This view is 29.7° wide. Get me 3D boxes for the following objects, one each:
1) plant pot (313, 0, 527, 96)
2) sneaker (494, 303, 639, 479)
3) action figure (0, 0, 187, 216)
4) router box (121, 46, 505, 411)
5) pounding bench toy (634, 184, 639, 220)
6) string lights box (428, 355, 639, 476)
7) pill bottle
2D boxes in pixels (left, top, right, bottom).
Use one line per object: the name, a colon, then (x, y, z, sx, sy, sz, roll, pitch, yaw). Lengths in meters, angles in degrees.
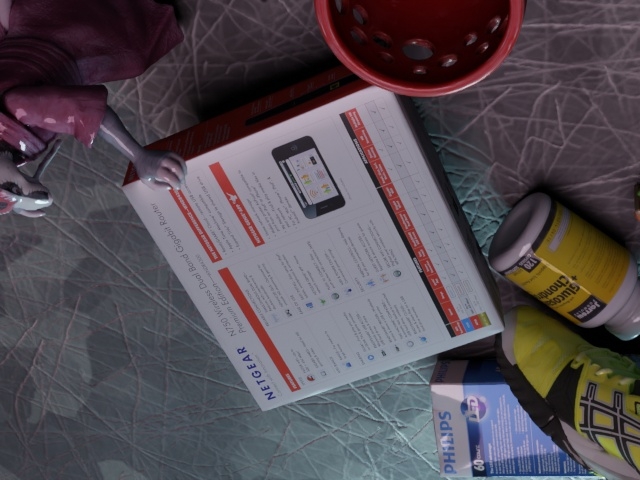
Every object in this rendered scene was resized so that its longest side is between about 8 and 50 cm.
plant pot: (0.101, -0.256, 1.139, 0.191, 0.174, 0.191, 6, 127, 8)
sneaker: (0.348, 0.190, 1.302, 0.384, 0.145, 0.147, 46, 121, 29)
action figure: (-0.276, -0.161, 1.175, 0.248, 0.370, 0.275, -18, 121, 26)
router box: (0.000, 0.000, 1.305, 0.301, 0.082, 0.335, -20, 120, 14)
pounding bench toy: (0.367, -0.049, 1.308, 0.065, 0.052, 0.083, -29, 115, 30)
string lights box: (0.273, 0.219, 1.494, 0.260, 0.077, 0.133, -2, 108, 15)
pill bottle: (0.288, 0.034, 1.356, 0.184, 0.103, 0.103, 33, 127, -11)
